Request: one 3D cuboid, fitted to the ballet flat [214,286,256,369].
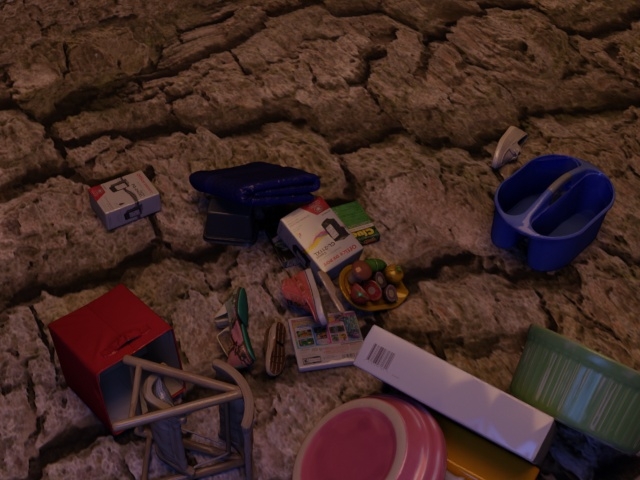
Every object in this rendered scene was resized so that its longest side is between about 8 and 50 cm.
[{"bbox_3d":[-0.195,0.194,2.049,0.079,0.077,0.221,-18,46,6],"label":"ballet flat"}]

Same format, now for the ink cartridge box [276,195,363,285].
[{"bbox_3d":[0.000,0.000,2.206,0.127,0.072,0.175,-32,72,-24],"label":"ink cartridge box"}]

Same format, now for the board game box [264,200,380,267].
[{"bbox_3d":[0.004,-0.018,2.296,0.259,0.030,0.136,-15,46,-18],"label":"board game box"}]

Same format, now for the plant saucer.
[{"bbox_3d":[0.071,0.420,1.706,0.332,0.084,0.332,-26,38,22],"label":"plant saucer"}]

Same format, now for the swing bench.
[{"bbox_3d":[-0.245,0.357,1.748,0.254,0.253,0.165,1,45,-3],"label":"swing bench"}]

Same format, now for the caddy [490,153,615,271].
[{"bbox_3d":[0.576,-0.086,2.295,0.241,0.179,0.341,35,53,27],"label":"caddy"}]

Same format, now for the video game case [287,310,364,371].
[{"bbox_3d":[0.016,0.224,2.063,0.157,0.019,0.143,-7,46,-9],"label":"video game case"}]

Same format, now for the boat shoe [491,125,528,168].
[{"bbox_3d":[0.524,-0.252,2.543,0.063,0.066,0.184,21,38,18],"label":"boat shoe"}]

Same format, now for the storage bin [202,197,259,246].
[{"bbox_3d":[-0.220,-0.055,2.274,0.135,0.091,0.098,7,45,2],"label":"storage bin"}]

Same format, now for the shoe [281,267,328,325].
[{"bbox_3d":[-0.038,0.139,2.103,0.081,0.063,0.178,-21,40,1],"label":"shoe"}]

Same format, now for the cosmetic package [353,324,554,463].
[{"bbox_3d":[0.273,0.310,1.811,0.377,0.284,0.097,26,81,20],"label":"cosmetic package"}]

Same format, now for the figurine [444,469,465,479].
[{"bbox_3d":[0.272,0.537,1.651,0.209,0.092,0.215,13,79,16],"label":"figurine"}]

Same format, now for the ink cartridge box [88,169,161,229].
[{"bbox_3d":[-0.492,-0.104,2.323,0.150,0.063,0.109,-24,51,-25],"label":"ink cartridge box"}]

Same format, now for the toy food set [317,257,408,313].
[{"bbox_3d":[0.117,0.093,2.122,0.217,0.071,0.128,-6,60,-33],"label":"toy food set"}]

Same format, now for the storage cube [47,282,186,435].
[{"bbox_3d":[-0.415,0.242,1.888,0.183,0.215,0.193,-32,49,-29],"label":"storage cube"}]

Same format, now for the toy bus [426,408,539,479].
[{"bbox_3d":[0.303,0.455,1.772,0.332,0.130,0.108,26,49,20],"label":"toy bus"}]

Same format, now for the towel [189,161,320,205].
[{"bbox_3d":[-0.164,-0.133,2.266,0.227,0.076,0.308,-13,16,-28],"label":"towel"}]

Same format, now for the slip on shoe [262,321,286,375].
[{"bbox_3d":[-0.107,0.241,2.025,0.041,0.051,0.135,-23,46,30],"label":"slip on shoe"}]

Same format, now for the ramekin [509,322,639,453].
[{"bbox_3d":[0.522,0.294,1.812,0.303,0.303,0.148,26,89,20],"label":"ramekin"}]
